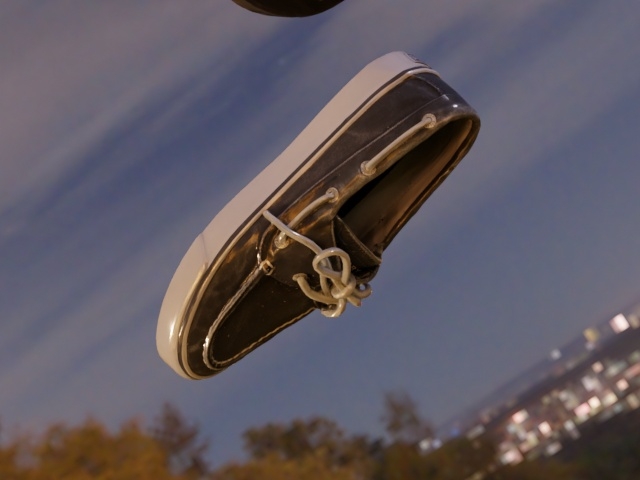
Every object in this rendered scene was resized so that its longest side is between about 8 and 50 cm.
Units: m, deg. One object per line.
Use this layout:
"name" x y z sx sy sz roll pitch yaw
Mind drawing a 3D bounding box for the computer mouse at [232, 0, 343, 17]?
"computer mouse" 0.069 -0.204 0.882 0.184 0.060 0.262 22 -58 -40

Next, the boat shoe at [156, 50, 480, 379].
"boat shoe" 0.002 0.001 1.351 0.306 0.105 0.113 -46 -37 1
